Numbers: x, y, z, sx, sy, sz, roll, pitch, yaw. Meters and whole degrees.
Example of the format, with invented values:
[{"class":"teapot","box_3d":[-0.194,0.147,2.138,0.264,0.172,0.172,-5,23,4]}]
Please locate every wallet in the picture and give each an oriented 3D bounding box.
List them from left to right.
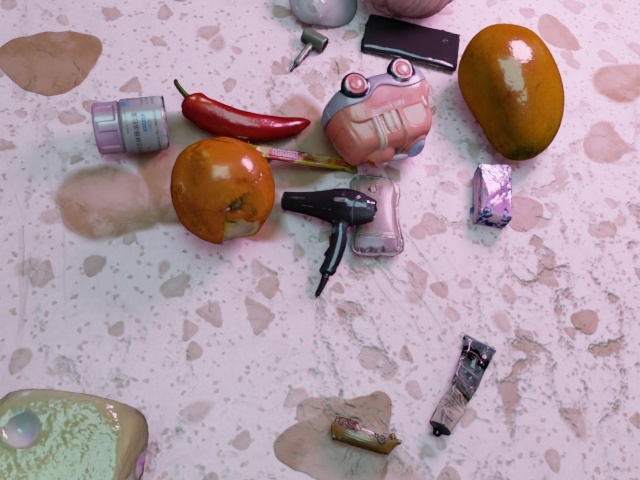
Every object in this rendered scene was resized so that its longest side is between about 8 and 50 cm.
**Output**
[{"class":"wallet","box_3d":[0.263,-0.572,1.843,0.286,0.030,0.146,13,64,-1]}]

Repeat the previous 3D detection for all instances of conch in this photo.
[{"class":"conch","box_3d":[0.017,-0.700,1.838,0.221,0.121,0.184,-36,102,-27]}]

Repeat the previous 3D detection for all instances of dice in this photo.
[{"class":"dice","box_3d":[-0.454,0.409,1.123,0.255,0.252,0.249,7,64,-3]}]

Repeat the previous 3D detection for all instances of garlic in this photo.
[{"class":"garlic","box_3d":[0.252,-0.756,1.810,0.318,0.259,0.317,26,31,-17]}]

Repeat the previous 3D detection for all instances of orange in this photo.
[{"class":"orange","box_3d":[-0.216,-0.113,1.429,0.240,0.240,0.240,3,63,-6]}]

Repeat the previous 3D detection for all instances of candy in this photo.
[{"class":"candy","box_3d":[0.432,-0.115,1.609,0.092,0.073,0.160,8,63,-2]}]

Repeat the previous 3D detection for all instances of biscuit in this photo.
[{"class":"biscuit","box_3d":[-0.045,-0.203,1.591,0.292,0.026,0.048,5,65,-20]}]

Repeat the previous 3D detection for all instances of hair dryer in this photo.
[{"class":"hair dryer","box_3d":[-0.044,-0.520,1.775,0.071,0.047,0.150,31,74,10]},{"class":"hair dryer","box_3d":[0.000,0.000,1.487,0.236,0.091,0.271,7,69,14]}]

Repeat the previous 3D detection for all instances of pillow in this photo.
[{"class":"pillow","box_3d":[0.137,-0.062,1.560,0.131,0.038,0.232,2,62,-1]}]

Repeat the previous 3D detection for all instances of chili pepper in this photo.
[{"class":"chili pepper","box_3d":[-0.215,-0.309,1.624,0.369,0.091,0.137,18,43,-6]}]

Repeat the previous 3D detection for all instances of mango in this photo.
[{"class":"mango","box_3d":[0.508,-0.390,1.684,0.264,0.221,0.377,-6,74,-16]}]

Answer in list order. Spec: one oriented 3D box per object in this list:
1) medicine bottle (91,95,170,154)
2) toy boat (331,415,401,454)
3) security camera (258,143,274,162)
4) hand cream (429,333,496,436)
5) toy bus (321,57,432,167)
[{"class":"medicine bottle","box_3d":[-0.454,-0.277,1.537,0.169,0.135,0.135,-7,65,-11]},{"class":"toy boat","box_3d":[0.093,0.402,1.314,0.149,0.047,0.049,16,62,1]},{"class":"security camera","box_3d":[-0.146,-0.202,1.594,0.058,0.058,0.092,29,52,7]},{"class":"hand cream","box_3d":[0.302,0.320,1.393,0.075,0.052,0.248,42,57,-12]},{"class":"toy bus","box_3d":[0.154,-0.302,1.605,0.288,0.194,0.232,-20,77,-19]}]
